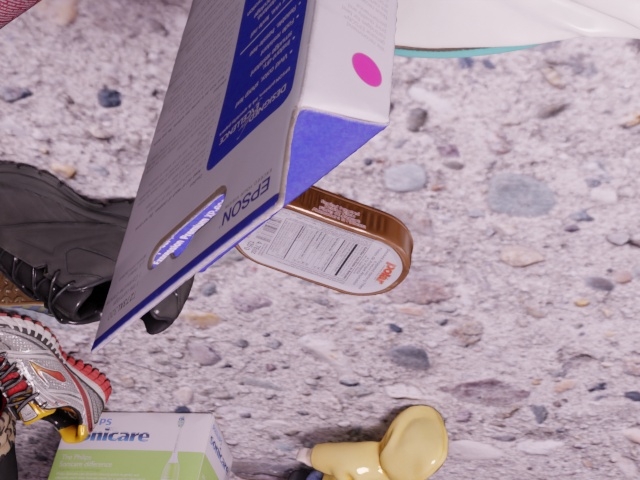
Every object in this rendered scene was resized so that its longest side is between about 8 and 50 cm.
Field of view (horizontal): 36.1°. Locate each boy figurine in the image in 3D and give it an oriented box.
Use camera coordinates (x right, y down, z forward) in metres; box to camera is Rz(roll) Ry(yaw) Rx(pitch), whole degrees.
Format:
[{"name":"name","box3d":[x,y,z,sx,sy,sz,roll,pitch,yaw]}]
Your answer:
[{"name":"boy figurine","box3d":[0.056,0.297,1.263,0.177,0.092,0.285,26,136,-19]}]

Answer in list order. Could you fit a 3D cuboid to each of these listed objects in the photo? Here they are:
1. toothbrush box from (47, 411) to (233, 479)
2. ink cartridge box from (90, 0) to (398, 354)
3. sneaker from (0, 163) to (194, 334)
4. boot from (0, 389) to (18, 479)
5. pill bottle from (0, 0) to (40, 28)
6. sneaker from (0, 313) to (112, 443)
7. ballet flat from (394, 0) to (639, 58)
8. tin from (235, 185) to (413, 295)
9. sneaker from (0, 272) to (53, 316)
[{"name":"toothbrush box","box3d":[-0.245,0.368,1.250,0.206,0.283,0.122,-2,140,12]},{"name":"ink cartridge box","box3d":[-0.031,-0.109,0.585,0.069,0.371,0.176,31,136,-24]},{"name":"sneaker","box3d":[-0.258,0.013,0.956,0.286,0.130,0.109,11,142,-1]},{"name":"boot","box3d":[-0.464,0.309,1.295,0.138,0.377,0.284,-5,107,-18]},{"name":"pill bottle","box3d":[-0.253,-0.203,0.734,0.152,0.086,0.086,-23,131,31]},{"name":"sneaker","box3d":[-0.345,0.165,1.178,0.088,0.093,0.225,-23,130,32]},{"name":"ballet flat","box3d":[0.165,-0.187,0.602,0.400,0.139,0.139,10,144,27]},{"name":"tin","box3d":[0.000,0.000,0.968,0.190,0.040,0.106,19,143,-12]},{"name":"sneaker","box3d":[-0.310,0.051,1.048,0.192,0.064,0.086,9,161,-10]}]
